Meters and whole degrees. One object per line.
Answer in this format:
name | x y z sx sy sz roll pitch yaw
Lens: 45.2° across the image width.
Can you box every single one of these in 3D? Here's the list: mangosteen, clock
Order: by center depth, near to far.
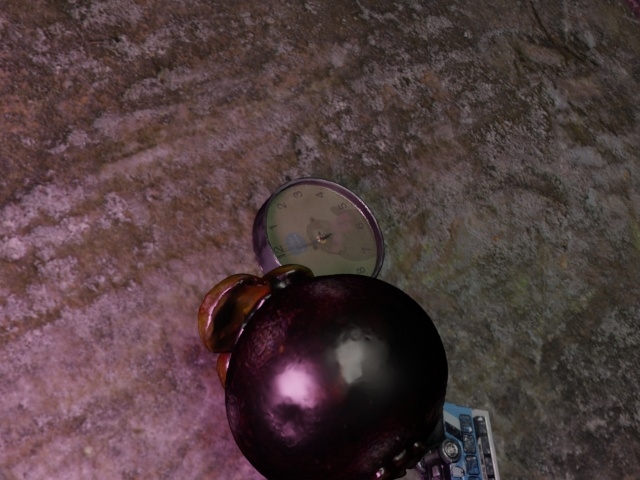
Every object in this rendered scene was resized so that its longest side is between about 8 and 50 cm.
mangosteen | -0.001 0.198 1.254 0.382 0.382 0.435 -21 58 -34
clock | 0.000 0.000 1.542 0.280 0.055 0.281 12 58 -21

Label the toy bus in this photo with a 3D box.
toy bus | 0.254 0.451 1.390 0.130 0.106 0.297 10 58 -26
